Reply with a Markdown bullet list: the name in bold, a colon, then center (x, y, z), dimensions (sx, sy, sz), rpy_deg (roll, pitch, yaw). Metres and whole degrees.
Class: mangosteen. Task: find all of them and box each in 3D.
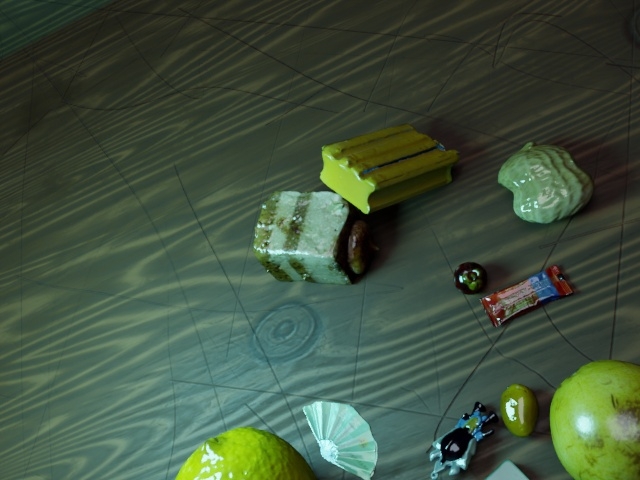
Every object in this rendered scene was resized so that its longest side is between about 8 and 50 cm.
- **mangosteen**: center (0.355, 0.089, 1.684), dimensions (0.081, 0.081, 0.081), rpy_deg (-9, 61, 16)

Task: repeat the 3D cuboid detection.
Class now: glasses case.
- **glasses case**: center (0.352, 0.544, 1.466), dimensions (0.184, 0.039, 0.078), rpy_deg (-43, 58, -5)

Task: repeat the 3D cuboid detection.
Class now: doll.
- **doll**: center (0.302, 0.437, 1.527), dimensions (0.195, 0.070, 0.096), rpy_deg (-45, 42, -15)

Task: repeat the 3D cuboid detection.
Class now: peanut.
- **peanut**: center (0.542, -0.146, 1.721), dimensions (0.197, 0.110, 0.233), rpy_deg (-26, 59, 6)

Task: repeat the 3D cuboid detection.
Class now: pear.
- **pear**: center (0.578, 0.361, 1.347), dimensions (0.281, 0.281, 0.281), rpy_deg (-9, 61, 16)

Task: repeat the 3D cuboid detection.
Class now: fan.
- **fan**: center (0.049, 0.455, 1.649), dimensions (0.131, 0.009, 0.240), rpy_deg (-44, 57, -8)

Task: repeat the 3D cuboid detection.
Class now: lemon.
- **lemon**: center (-0.151, 0.559, 1.474), dimensions (0.336, 0.336, 0.336), rpy_deg (-9, 61, 16)

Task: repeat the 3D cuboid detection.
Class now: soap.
- **soap**: center (0.176, -0.190, 1.797), dimensions (0.324, 0.096, 0.204), rpy_deg (-20, 46, -35)

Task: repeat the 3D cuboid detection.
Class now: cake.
- **cake**: center (0.000, 0.000, 1.802), dimensions (0.293, 0.199, 0.196), rpy_deg (5, 63, 22)

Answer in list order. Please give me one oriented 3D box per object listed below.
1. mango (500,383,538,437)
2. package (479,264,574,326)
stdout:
- **mango**: center (0.428, 0.365, 1.519), dimensions (0.080, 0.060, 0.114), rpy_deg (-15, 63, 17)
- **package**: center (0.478, 0.129, 1.649), dimensions (0.200, 0.022, 0.083), rpy_deg (-25, 58, 6)
